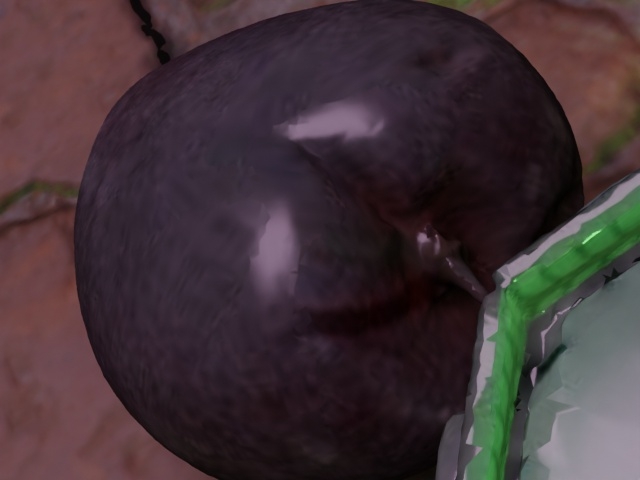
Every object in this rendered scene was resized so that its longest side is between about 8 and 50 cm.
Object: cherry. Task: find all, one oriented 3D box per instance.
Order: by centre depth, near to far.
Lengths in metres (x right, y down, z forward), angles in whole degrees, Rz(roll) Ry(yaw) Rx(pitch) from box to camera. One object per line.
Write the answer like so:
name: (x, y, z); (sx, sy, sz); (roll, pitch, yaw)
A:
cherry: (-0.003, 0.003, 0.532); (0.176, 0.140, 0.176); (-27, 39, 25)

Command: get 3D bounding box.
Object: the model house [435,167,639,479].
model house: (0.150, 0.094, 0.386); (0.215, 0.224, 0.198); (32, 83, 26)
